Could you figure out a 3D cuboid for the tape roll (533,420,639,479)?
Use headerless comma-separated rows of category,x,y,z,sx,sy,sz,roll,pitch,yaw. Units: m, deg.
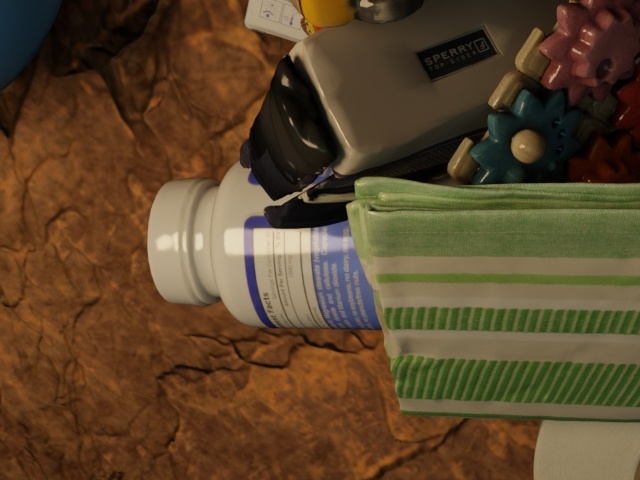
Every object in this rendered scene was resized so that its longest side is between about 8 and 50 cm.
tape roll,0.383,0.206,0.957,0.392,0.072,0.392,7,118,13

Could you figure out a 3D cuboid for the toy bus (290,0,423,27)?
toy bus,0.122,-0.244,0.671,0.333,0.130,0.108,-21,129,-8

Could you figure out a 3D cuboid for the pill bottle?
pill bottle,0.000,0.000,0.921,0.272,0.152,0.152,0,117,18

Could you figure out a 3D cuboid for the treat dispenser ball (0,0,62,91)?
treat dispenser ball,-0.338,-0.228,0.826,0.288,0.288,0.288,7,119,14

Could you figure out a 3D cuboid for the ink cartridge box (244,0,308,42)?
ink cartridge box,0.065,-0.281,0.805,0.186,0.065,0.311,19,124,7

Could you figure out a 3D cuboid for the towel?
towel,0.159,0.056,0.785,0.248,0.038,0.325,1,148,11

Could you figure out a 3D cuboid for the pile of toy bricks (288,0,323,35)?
pile of toy bricks,-0.008,-0.239,0.772,0.105,0.118,0.212,26,146,50

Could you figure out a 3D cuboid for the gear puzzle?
gear puzzle,0.243,-0.051,0.766,0.339,0.044,0.175,20,108,-40

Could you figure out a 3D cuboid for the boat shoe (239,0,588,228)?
boat shoe,0.095,-0.109,0.792,0.127,0.341,0.158,67,153,11
